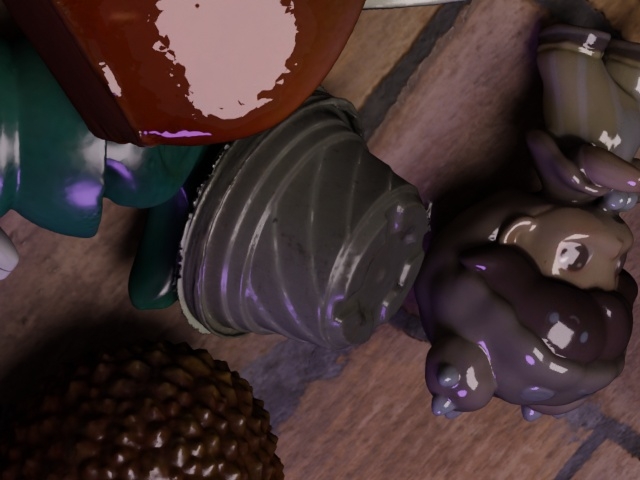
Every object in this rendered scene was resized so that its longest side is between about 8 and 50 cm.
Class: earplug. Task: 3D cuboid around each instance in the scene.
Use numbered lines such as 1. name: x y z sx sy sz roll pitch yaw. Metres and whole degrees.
1. earplug: -0.190 -0.066 1.182 0.280 0.164 0.257 4 155 -22

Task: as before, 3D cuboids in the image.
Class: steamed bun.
1. steamed bun: -0.109 -0.255 0.961 0.248 0.235 0.379 -34 104 -12

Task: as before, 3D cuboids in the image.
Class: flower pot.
1. flower pot: 0.000 0.000 1.277 0.235 0.140 0.235 -46 152 -34

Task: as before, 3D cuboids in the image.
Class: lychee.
1. lychee: -0.161 0.208 1.302 0.267 0.267 0.268 -17 127 -23

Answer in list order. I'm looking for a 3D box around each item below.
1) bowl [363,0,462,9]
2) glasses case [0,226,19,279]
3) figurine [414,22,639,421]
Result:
1. bowl: 0.095 -0.253 1.182 0.237 0.237 0.126 -7 91 -29
2. glasses case: -0.307 -0.026 1.158 0.193 0.074 0.049 34 96 -43
3. figurine: 0.213 -0.009 1.436 0.248 0.203 0.381 6 104 -52
